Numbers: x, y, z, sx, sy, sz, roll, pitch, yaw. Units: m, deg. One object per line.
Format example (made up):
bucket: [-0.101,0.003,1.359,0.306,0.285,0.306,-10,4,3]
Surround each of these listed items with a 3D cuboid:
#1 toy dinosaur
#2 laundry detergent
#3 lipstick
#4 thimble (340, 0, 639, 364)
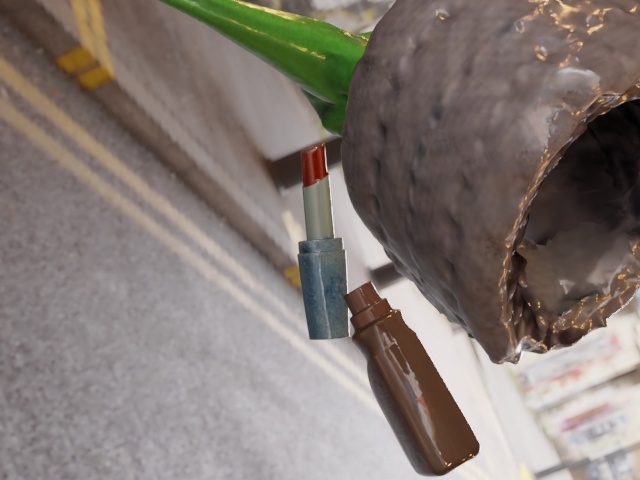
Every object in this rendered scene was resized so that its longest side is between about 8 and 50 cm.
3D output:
toy dinosaur: [0.006,-0.154,1.319,0.374,0.499,0.144,115,-9,-76]
laundry detergent: [0.094,0.167,1.597,0.237,0.076,0.171,60,-12,5]
lipstick: [0.000,0.000,1.865,0.061,0.068,0.274,-5,-90,55]
thimble: [0.134,-0.055,0.844,0.157,0.217,0.246,48,-47,39]
